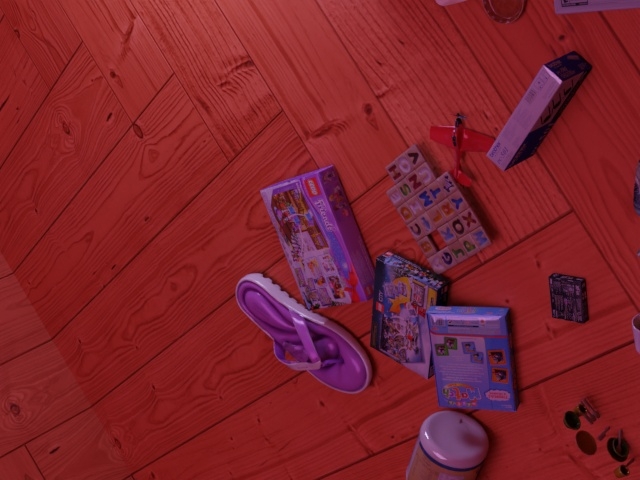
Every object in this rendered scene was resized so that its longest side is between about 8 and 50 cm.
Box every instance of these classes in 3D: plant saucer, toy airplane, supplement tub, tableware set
[{"bbox_3d":[0.308,-0.406,1.779,0.083,0.013,0.084,23,125,37],"label":"plant saucer"},{"bbox_3d":[0.253,-0.163,1.956,0.151,0.028,0.151,25,127,38],"label":"toy airplane"},{"bbox_3d":[0.258,0.468,2.204,0.144,0.144,0.200,36,133,28],"label":"supplement tub"},{"bbox_3d":[0.506,0.360,1.919,0.154,0.104,0.024,53,137,10],"label":"tableware set"}]

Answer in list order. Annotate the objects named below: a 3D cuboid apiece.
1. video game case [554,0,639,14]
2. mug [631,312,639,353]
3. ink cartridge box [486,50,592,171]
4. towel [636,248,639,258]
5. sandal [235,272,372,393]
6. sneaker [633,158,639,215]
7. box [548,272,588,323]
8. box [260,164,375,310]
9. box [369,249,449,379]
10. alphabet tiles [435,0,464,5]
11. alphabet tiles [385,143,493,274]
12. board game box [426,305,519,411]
[{"bbox_3d":[0.435,-0.440,1.624,0.190,0.022,0.173,7,116,45],"label":"video game case"},{"bbox_3d":[0.564,0.167,1.790,0.078,0.062,0.064,27,137,42],"label":"mug"},{"bbox_3d":[0.362,-0.214,1.763,0.046,0.097,0.207,46,136,18],"label":"ink cartridge box"},{"bbox_3d":[0.566,0.040,1.754,0.083,0.009,0.060,56,140,7],"label":"towel"},{"bbox_3d":[-0.060,0.232,2.439,0.416,0.102,0.169,33,132,30],"label":"sandal"},{"bbox_3d":[0.604,-0.024,1.629,0.283,0.110,0.122,42,148,32],"label":"sneaker"},{"bbox_3d":[0.446,0.104,1.907,0.067,0.018,0.083,9,117,43],"label":"box"},{"bbox_3d":[0.000,0.000,2.286,0.201,0.057,0.293,-13,101,49],"label":"box"},{"bbox_3d":[0.181,0.153,2.184,0.159,0.044,0.233,28,131,34],"label":"box"},{"bbox_3d":[0.223,-0.537,1.738,0.278,0.021,0.284,-8,104,30],"label":"alphabet tiles"},{"bbox_3d":[0.215,-0.063,2.043,0.237,0.009,0.198,59,148,4],"label":"alphabet tiles"},{"bbox_3d":[0.299,0.232,2.077,0.160,0.039,0.212,0,111,24],"label":"board game box"}]
